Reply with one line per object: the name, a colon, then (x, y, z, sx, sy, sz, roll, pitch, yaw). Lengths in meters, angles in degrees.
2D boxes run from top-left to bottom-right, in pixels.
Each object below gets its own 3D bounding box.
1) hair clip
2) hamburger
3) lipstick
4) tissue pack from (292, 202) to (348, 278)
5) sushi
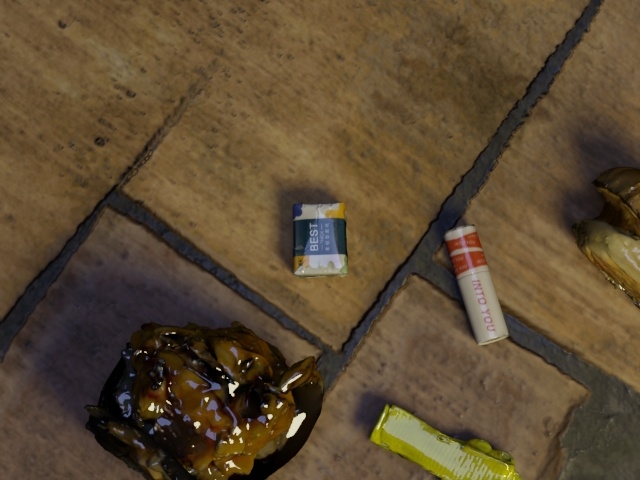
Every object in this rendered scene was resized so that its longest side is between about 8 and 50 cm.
hair clip: (0.138, 0.239, 1.636, 0.173, 0.046, 0.072, 23, 85, 11)
hamburger: (0.388, 0.025, 1.612, 0.262, 0.131, 0.124, 42, 86, 7)
lipstick: (0.172, 0.049, 1.674, 0.038, 0.038, 0.131, -17, 78, 2)
tissue pack: (0.000, 0.000, 1.698, 0.062, 0.042, 0.083, -1, 79, 3)
sushi: (-0.121, 0.177, 1.599, 0.213, 0.200, 0.204, 35, 77, 5)
